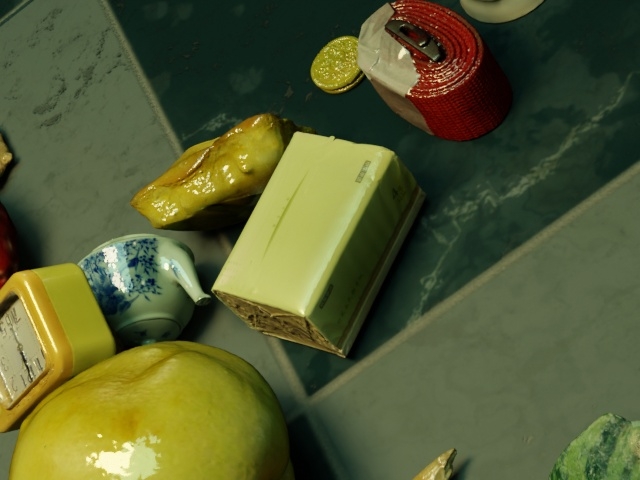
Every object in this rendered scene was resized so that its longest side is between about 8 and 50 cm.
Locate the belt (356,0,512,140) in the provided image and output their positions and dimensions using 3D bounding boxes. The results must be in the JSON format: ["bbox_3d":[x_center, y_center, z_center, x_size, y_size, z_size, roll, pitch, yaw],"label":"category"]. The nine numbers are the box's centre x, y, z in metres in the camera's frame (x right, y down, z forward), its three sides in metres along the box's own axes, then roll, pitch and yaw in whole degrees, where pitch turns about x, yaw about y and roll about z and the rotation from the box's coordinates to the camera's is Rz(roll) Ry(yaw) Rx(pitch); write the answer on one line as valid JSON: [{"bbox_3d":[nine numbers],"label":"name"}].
[{"bbox_3d":[0.135,-0.217,1.857,0.128,0.124,0.201,-48,48,-6],"label":"belt"}]

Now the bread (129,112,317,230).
[{"bbox_3d":[-0.116,-0.075,1.910,0.233,0.161,0.088,-26,67,24],"label":"bread"}]

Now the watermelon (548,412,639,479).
[{"bbox_3d":[0.332,0.247,1.390,0.256,0.260,0.176,37,70,26],"label":"watermelon"}]

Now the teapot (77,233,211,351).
[{"bbox_3d":[-0.227,0.084,1.883,0.232,0.159,0.159,-35,46,32],"label":"teapot"}]

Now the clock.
[{"bbox_3d":[-0.337,0.128,1.782,0.202,0.096,0.143,-43,66,43],"label":"clock"}]

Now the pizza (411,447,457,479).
[{"bbox_3d":[0.091,0.338,1.578,0.181,0.034,0.262,19,73,39],"label":"pizza"}]

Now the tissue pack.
[{"bbox_3d":[0.000,0.000,1.798,0.159,0.125,0.234,15,69,39],"label":"tissue pack"}]

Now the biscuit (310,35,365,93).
[{"bbox_3d":[0.027,-0.233,2.004,0.084,0.023,0.084,-17,54,25],"label":"biscuit"}]

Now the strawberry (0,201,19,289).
[{"bbox_3d":[-0.578,0.001,2.024,0.295,0.345,0.317,-15,53,26],"label":"strawberry"}]

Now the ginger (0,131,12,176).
[{"bbox_3d":[-0.539,-0.175,2.308,0.089,0.075,0.288,-44,51,7],"label":"ginger"}]

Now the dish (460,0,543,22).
[{"bbox_3d":[0.226,-0.355,1.918,0.141,0.078,0.141,-17,53,24],"label":"dish"}]

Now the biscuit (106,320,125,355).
[{"bbox_3d":[-0.302,0.179,1.856,0.226,0.042,0.226,13,108,43],"label":"biscuit"}]

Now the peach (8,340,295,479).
[{"bbox_3d":[-0.181,0.267,1.639,0.316,0.281,0.314,-3,27,22],"label":"peach"}]
